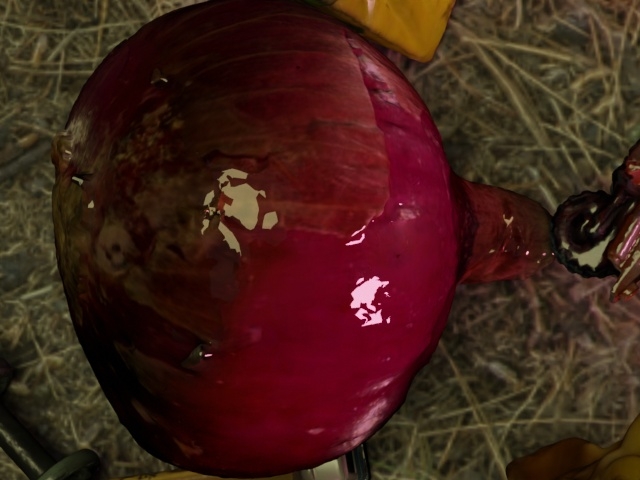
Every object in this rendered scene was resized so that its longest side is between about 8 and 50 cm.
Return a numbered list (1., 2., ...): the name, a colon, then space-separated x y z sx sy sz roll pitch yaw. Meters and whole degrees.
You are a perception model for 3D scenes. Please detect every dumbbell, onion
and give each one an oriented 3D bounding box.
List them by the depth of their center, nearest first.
1. onion: 0.000 0.000 1.007 0.385 0.348 0.347 -1 86 -22
2. dumbbell: -0.254 0.166 1.157 0.254 0.081 0.081 44 99 15

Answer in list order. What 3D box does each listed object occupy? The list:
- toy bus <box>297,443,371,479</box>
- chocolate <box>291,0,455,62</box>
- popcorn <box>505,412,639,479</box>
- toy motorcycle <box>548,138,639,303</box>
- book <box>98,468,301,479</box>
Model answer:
1. toy bus: -0.030 0.174 1.096 0.123 0.075 0.060 -11 84 15
2. chocolate: 0.024 -0.312 1.008 0.137 0.289 0.300 20 92 27
3. popcorn: 0.251 0.252 0.913 0.332 0.225 0.265 52 131 27
4. toy motorcycle: 0.272 -0.035 1.013 0.212 0.084 0.118 -41 73 -5
5. book: -0.172 0.317 1.113 0.389 0.032 0.268 -11 103 16
